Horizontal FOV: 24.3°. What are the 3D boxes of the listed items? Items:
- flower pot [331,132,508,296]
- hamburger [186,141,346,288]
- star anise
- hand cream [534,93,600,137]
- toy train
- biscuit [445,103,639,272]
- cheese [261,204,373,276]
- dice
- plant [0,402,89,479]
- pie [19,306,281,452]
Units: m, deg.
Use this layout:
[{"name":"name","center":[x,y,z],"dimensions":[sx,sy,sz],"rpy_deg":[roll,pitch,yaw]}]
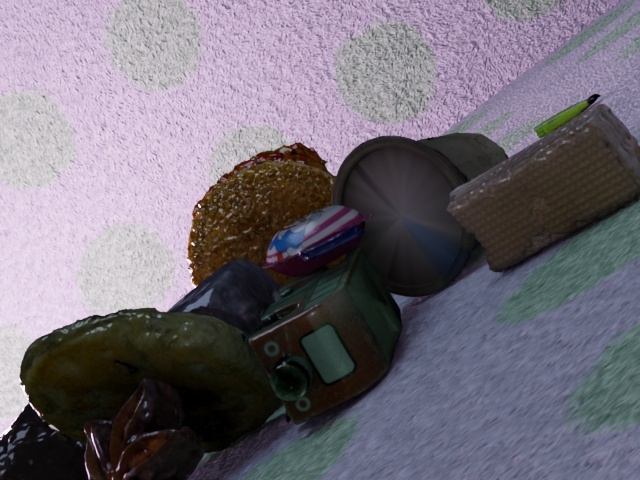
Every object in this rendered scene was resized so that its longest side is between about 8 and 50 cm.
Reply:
[{"name":"flower pot","center":[0.151,-0.060,1.950],"dimensions":[0.212,0.212,0.202],"rpy_deg":[-33,-1,40]},{"name":"hamburger","center":[-0.059,0.018,2.164],"dimensions":[0.276,0.294,0.179],"rpy_deg":[-24,-10,4]},{"name":"star anise","center":[-0.211,0.266,1.727],"dimensions":[0.220,0.099,0.214],"rpy_deg":[24,94,59]},{"name":"hand cream","center":[0.411,-0.209,2.474],"dimensions":[0.122,0.023,0.036],"rpy_deg":[-33,-5,28]},{"name":"toy train","center":[0.009,0.110,1.743],"dimensions":[0.159,0.129,0.326],"rpy_deg":[-30,5,11]},{"name":"biscuit","center":[0.251,-0.052,1.645],"dimensions":[0.239,0.108,0.062],"rpy_deg":[-32,13,40]},{"name":"cheese","center":[0.000,0.000,1.829],"dimensions":[0.155,0.062,0.244],"rpy_deg":[-27,5,-7]},{"name":"dice","center":[-0.125,0.146,1.992],"dimensions":[0.182,0.181,0.183],"rpy_deg":[-35,7,19]},{"name":"plant","center":[-0.392,0.328,2.207],"dimensions":[0.234,0.178,0.204],"rpy_deg":[-44,6,-17]},{"name":"pie","center":[-0.198,0.186,1.816],"dimensions":[0.323,0.323,0.070],"rpy_deg":[-33,39,36]}]
